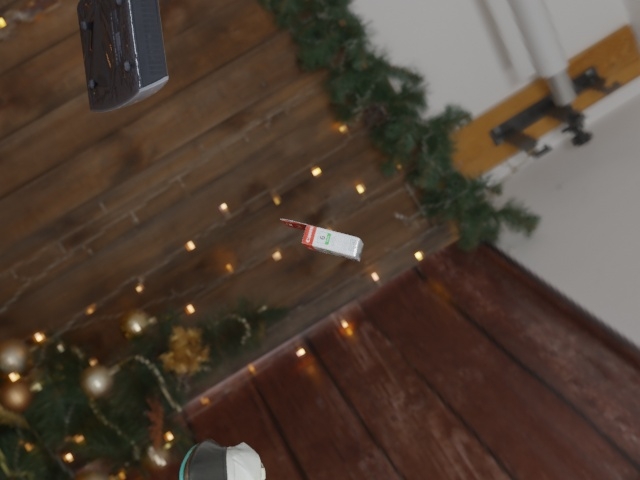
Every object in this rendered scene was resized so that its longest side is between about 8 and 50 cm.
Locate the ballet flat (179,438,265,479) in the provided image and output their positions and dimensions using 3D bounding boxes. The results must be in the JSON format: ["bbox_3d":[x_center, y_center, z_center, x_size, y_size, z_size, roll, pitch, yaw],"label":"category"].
[{"bbox_3d":[-0.127,0.320,1.350,0.280,0.096,0.095,80,5,-81],"label":"ballet flat"}]

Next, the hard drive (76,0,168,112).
[{"bbox_3d":[-0.267,-0.262,1.298,0.254,0.054,0.172,3,-80,63],"label":"hard drive"}]

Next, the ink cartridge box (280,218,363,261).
[{"bbox_3d":[0.000,0.000,1.352,0.115,0.029,0.063,14,-6,9],"label":"ink cartridge box"}]
